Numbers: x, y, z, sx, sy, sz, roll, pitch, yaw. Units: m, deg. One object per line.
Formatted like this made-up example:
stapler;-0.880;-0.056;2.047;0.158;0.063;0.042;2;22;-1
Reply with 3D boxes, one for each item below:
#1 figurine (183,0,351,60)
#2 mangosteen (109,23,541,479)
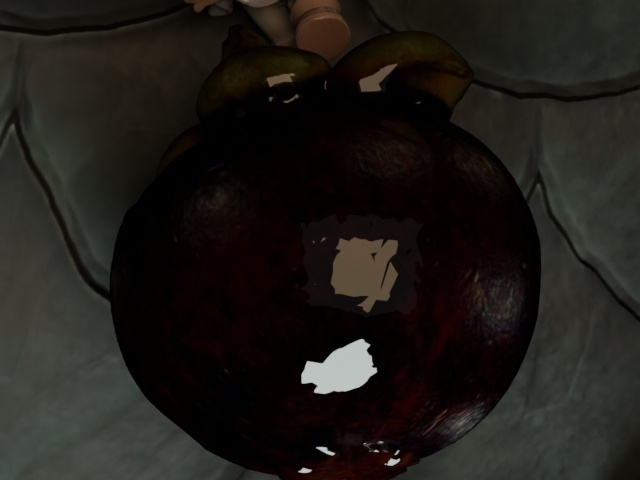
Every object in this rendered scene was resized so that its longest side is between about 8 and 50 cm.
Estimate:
figurine;-0.067;-0.256;1.265;0.200;0.133;0.276;-30;95;13
mangosteen;0.000;0.000;1.170;0.307;0.307;0.347;-4;71;-15
